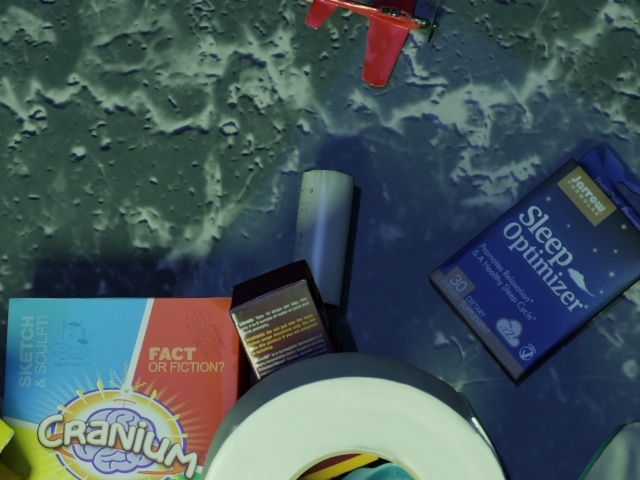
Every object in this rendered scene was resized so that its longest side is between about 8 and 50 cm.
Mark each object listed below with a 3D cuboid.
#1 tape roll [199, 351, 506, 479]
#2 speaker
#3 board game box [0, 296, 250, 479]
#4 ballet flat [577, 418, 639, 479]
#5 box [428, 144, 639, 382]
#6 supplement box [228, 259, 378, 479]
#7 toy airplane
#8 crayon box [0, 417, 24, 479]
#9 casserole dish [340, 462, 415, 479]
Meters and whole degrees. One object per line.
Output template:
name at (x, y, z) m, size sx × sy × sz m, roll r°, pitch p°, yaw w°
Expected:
tape roll at (0.030, 0.246, 1.511) m, size 0.286 × 0.100 × 0.286 m, roll 0°, pitch 99°, yaw -1°
speaker at (0.000, 0.000, 1.672) m, size 0.055 × 0.055 × 0.136 m, roll 5°, pitch 80°, yaw 9°
board game box at (-0.194, 0.215, 1.653) m, size 0.242 × 0.064 × 0.316 m, roll -1°, pitch 79°, yaw 8°
ballet flat at (0.232, 0.305, 1.458) m, size 0.139 × 0.139 × 0.400 m, roll 39°, pitch 54°, yaw 13°
box at (0.235, 0.017, 1.646) m, size 0.225 × 0.036 × 0.136 m, roll -39°, pitch 77°, yaw -2°
supplement box at (-0.015, 0.124, 1.593) m, size 0.081 × 0.104 × 0.188 m, roll -22°, pitch 100°, yaw 3°
toy airplane at (0.050, -0.240, 1.724) m, size 0.151 × 0.028 × 0.151 m, roll -2°, pitch 77°, yaw 7°
crayon box at (-0.424, 0.272, 1.628) m, size 0.202 × 0.081 × 0.318 m, roll 34°, pitch 92°, yaw 28°
casserole dish at (0.084, 0.303, 1.611) m, size 0.114 × 0.037 × 0.188 m, roll -38°, pitch 77°, yaw -1°
